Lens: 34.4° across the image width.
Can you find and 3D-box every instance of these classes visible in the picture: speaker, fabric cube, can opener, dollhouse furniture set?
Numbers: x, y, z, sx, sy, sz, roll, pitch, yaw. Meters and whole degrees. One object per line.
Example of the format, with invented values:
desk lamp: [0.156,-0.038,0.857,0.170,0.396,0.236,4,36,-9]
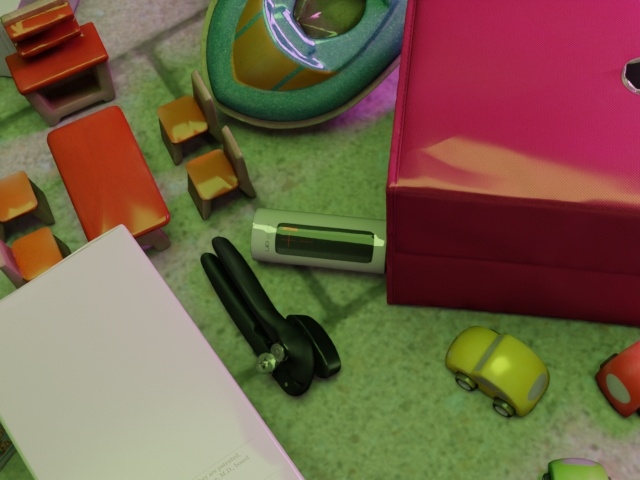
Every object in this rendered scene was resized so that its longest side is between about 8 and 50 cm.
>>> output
speaker: [0.000,0.000,1.029,0.136,0.055,0.055,6,65,6]
fabric cube: [0.198,-0.088,0.946,0.258,0.259,0.254,6,66,6]
can opener: [-0.061,0.074,1.005,0.186,0.073,0.059,46,114,24]
dollhouse furniture set: [-0.234,-0.105,1.047,0.262,0.135,0.259,-25,66,-8]

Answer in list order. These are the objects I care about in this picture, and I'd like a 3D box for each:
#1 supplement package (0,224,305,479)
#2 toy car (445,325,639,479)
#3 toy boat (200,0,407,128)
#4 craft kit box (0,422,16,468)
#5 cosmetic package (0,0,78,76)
supplement package: [-0.151,0.169,0.890,0.175,0.177,0.293,-34,68,-12]
toy car: [0.233,0.178,0.930,0.239,0.053,0.225,1,65,4]
toy boat: [-0.056,-0.267,1.043,0.267,0.148,0.318,-42,95,15]
craft kit box: [-0.397,0.088,0.906,0.250,0.246,0.061,31,72,16]
cosmetic package: [-0.322,-0.307,1.159,0.085,0.117,0.231,9,67,9]
